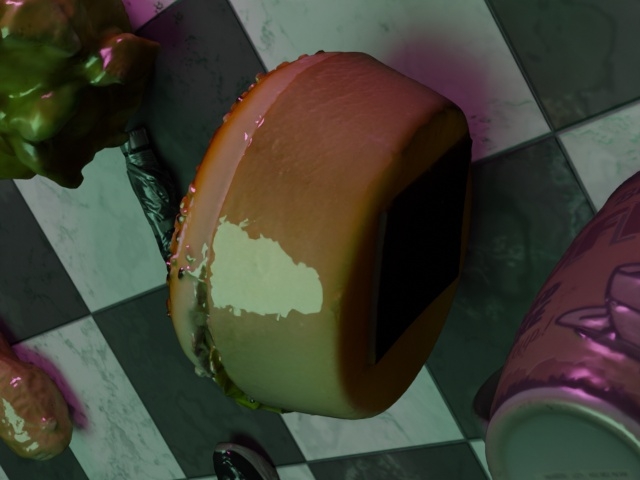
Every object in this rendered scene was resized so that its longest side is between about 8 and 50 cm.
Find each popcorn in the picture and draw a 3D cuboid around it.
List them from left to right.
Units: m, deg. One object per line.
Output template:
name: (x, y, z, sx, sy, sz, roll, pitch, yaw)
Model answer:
popcorn: (-0.294, -0.178, 1.061, 0.270, 0.224, 0.258, -14, 132, 30)

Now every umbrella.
umbrella: (-0.165, -0.030, 1.170, 0.050, 0.046, 0.188, -9, 104, 42)

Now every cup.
cup: (0.203, 0.099, 0.756, 0.301, 0.257, 0.227, -26, 95, 50)

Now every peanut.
peanut: (-0.444, 0.200, 1.538, 0.263, 0.101, 0.117, 40, 116, 20)

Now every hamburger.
hamburger: (0.000, 0.000, 0.852, 0.176, 0.300, 0.300, 19, 128, 25)

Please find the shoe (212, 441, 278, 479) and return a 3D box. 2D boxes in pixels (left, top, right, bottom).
shoe: (-0.095, 0.323, 1.293, 0.071, 0.099, 0.169, -7, 113, 44)
